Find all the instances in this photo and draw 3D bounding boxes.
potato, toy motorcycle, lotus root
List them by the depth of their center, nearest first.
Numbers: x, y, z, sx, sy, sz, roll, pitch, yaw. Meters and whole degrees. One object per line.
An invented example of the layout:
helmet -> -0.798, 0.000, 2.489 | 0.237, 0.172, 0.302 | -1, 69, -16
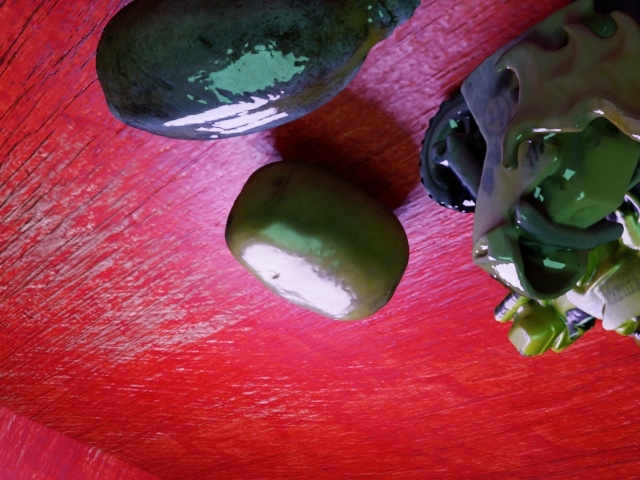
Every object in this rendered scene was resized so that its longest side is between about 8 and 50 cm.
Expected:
toy motorcycle -> 0.237, -0.098, 0.707 | 0.169, 0.237, 0.410 | 3, 155, -35
lotus root -> -0.064, -0.175, 0.782 | 0.322, 0.140, 0.158 | -7, 140, 24
toy motorcycle -> 0.319, 0.048, 0.914 | 0.142, 0.206, 0.342 | -22, 167, -19
potato -> -0.002, 0.001, 0.996 | 0.228, 0.148, 0.197 | 21, 132, -12

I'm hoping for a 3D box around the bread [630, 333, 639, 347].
bread -> 0.479, 0.071, 0.963 | 0.136, 0.107, 0.241 | 29, 143, -25
